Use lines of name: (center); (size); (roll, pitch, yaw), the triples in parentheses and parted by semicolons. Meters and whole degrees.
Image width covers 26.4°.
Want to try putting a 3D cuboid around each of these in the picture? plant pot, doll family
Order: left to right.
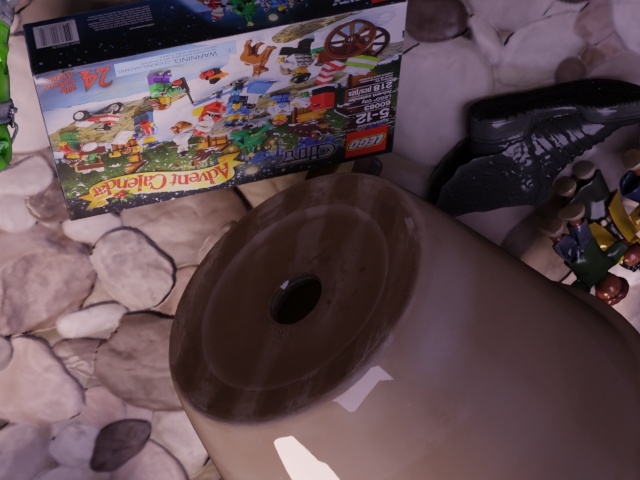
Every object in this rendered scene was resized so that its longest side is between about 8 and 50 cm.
plant pot: (0.052, 0.113, 0.913); (0.323, 0.323, 0.280); (-39, 129, 6)
doll family: (0.251, -0.030, 1.063); (0.193, 0.076, 0.111); (-40, 118, 3)

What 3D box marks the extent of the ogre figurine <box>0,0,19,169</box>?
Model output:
ogre figurine: (-0.259, -0.130, 0.813); (0.197, 0.097, 0.118); (34, 105, 16)

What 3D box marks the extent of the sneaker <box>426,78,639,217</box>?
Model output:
sneaker: (0.165, -0.066, 1.028); (0.170, 0.051, 0.089); (-9, 121, -8)

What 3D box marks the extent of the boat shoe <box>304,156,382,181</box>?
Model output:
boat shoe: (0.000, 0.000, 1.005); (0.049, 0.056, 0.152); (18, 112, -21)

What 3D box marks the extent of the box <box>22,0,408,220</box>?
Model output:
box: (-0.064, -0.096, 0.892); (0.233, 0.044, 0.159); (-13, 148, -8)
